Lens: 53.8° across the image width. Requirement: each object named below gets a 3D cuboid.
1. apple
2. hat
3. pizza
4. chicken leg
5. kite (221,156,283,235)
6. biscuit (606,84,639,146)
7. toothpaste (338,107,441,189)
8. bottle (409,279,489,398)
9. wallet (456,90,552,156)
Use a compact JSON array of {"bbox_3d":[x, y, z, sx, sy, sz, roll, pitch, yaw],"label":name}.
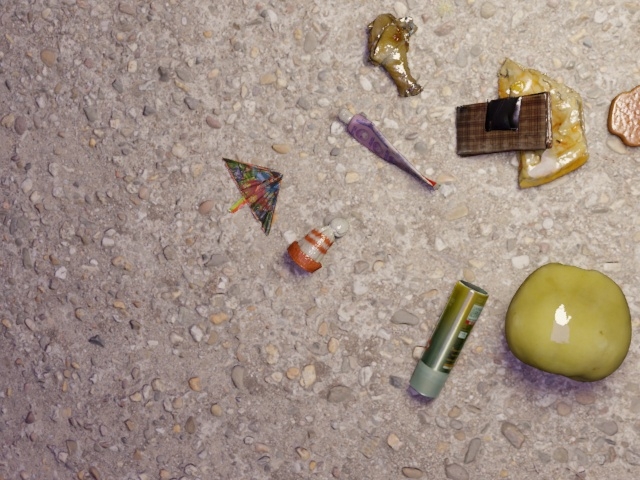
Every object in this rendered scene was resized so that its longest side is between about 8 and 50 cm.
[{"bbox_3d":[0.528,0.178,1.354,0.262,0.262,0.263,2,97,16],"label":"apple"},{"bbox_3d":[0.000,0.000,1.566,0.093,0.112,0.162,40,95,-20],"label":"hat"},{"bbox_3d":[0.485,-0.275,1.399,0.189,0.071,0.297,-14,86,21],"label":"pizza"},{"bbox_3d":[0.170,-0.431,1.470,0.125,0.080,0.196,-6,95,4],"label":"chicken leg"},{"bbox_3d":[-0.174,-0.133,1.634,0.183,0.014,0.241,-37,85,19],"label":"kite"},{"bbox_3d":[0.785,-0.254,1.329,0.333,0.047,0.202,7,98,13],"label":"biscuit"},{"bbox_3d":[0.163,-0.215,1.501,0.301,0.075,0.048,41,82,11],"label":"toothpaste"},{"bbox_3d":[0.304,0.237,1.503,0.082,0.082,0.286,25,102,12],"label":"bottle"},{"bbox_3d":[0.399,-0.252,1.386,0.230,0.042,0.124,3,99,52],"label":"wallet"}]
